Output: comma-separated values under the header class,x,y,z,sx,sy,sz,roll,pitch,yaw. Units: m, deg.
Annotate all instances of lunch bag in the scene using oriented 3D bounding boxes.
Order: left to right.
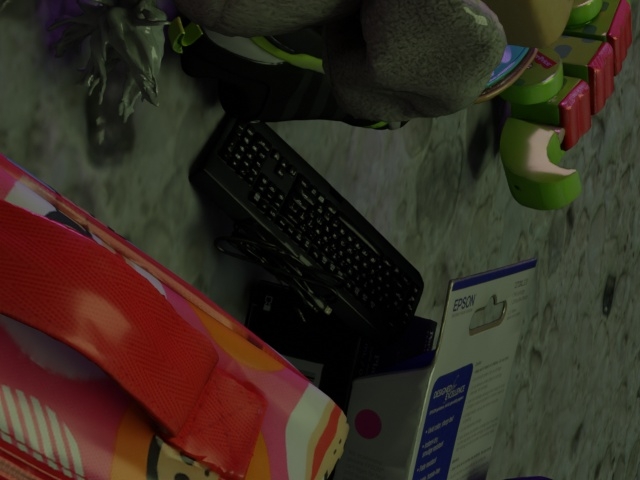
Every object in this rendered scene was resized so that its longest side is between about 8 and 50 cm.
class,x,y,z,sx,sy,sz,roll,pitch,yaw
lunch bag,-0.135,0.034,0.494,0.293,0.258,0.120,37,64,-32

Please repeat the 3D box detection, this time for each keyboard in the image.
class,x,y,z,sx,sy,sz,roll,pitch,yaw
keyboard,0.000,0.000,1.000,0.192,0.038,0.100,42,54,-22

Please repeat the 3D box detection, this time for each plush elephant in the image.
class,x,y,z,sx,sy,sz,roll,pitch,yaw
plush elephant,-0.021,-0.192,0.689,0.330,0.272,0.255,-64,-159,6

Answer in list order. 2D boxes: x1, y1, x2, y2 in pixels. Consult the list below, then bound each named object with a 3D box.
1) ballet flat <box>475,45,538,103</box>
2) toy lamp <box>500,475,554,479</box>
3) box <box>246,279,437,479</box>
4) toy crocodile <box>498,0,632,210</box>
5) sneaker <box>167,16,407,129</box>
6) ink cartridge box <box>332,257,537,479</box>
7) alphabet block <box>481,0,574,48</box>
class,x,y,z,sx,sy,sz,roll,pitch,yaw
ballet flat,0.165,-0.192,1.343,0.073,0.080,0.232,91,24,-57
toy lamp,0.107,0.224,1.037,0.275,0.080,0.080,-18,117,-61
box,0.007,0.120,1.122,0.158,0.093,0.156,16,87,-67
toy crocodile,0.251,-0.170,1.496,0.340,0.105,0.115,-58,149,-37
sneaker,-0.022,-0.116,0.974,0.235,0.097,0.084,26,39,-60
ink cartridge box,0.065,0.190,1.091,0.176,0.069,0.371,-10,116,-63
alphabet block,0.077,-0.265,0.982,0.193,0.192,0.197,-67,152,-17
